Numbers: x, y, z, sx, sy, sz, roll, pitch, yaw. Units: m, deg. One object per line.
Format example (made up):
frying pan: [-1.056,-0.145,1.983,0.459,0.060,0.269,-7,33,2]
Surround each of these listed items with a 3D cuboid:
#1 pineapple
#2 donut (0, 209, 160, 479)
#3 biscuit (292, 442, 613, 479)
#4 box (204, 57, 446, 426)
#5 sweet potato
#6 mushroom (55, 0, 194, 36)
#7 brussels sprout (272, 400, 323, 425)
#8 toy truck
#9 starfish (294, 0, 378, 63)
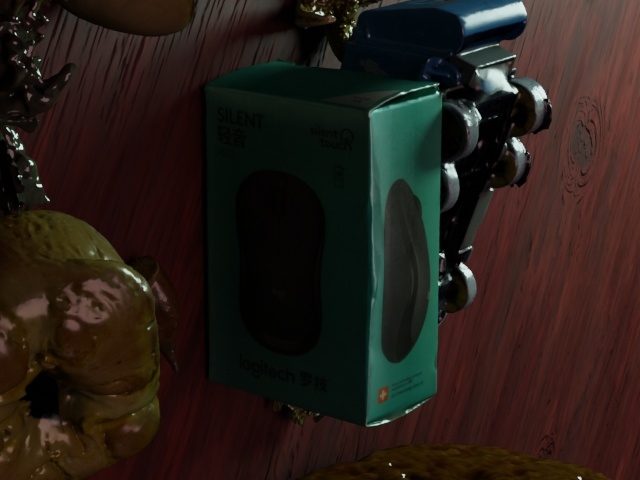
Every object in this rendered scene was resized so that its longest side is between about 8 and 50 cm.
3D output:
pineapple: [-0.250,-0.199,1.282,0.175,0.175,0.361,-13,122,-50]
donut: [-0.231,0.095,1.329,0.208,0.128,0.261,-22,144,-22]
biscuit: [0.150,0.329,1.776,0.395,0.343,0.166,-6,102,-54]
box: [0.000,0.000,1.600,0.118,0.205,0.311,-19,116,-51]
sweet potato: [-0.149,0.072,1.552,0.049,0.049,0.117,-42,127,-38]
mushroom: [-0.099,-0.359,1.431,0.154,0.137,0.407,37,72,-62]
brussels sprout: [-0.010,0.153,1.751,0.085,0.058,0.085,-38,144,-34]
toy truck: [0.097,-0.074,1.676,0.146,0.175,0.367,-18,135,-48]
starfish: [0.034,-0.270,1.674,0.146,0.074,0.190,42,67,-51]
